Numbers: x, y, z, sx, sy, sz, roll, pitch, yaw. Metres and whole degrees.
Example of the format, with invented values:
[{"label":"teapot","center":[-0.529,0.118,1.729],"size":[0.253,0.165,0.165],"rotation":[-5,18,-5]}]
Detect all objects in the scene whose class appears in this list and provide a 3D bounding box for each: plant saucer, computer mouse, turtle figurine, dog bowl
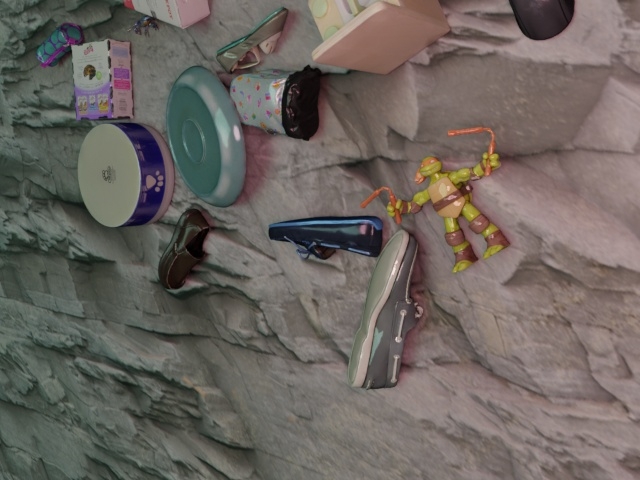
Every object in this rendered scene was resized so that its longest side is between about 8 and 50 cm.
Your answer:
[{"label":"plant saucer","center":[-0.267,-0.223,1.429],"size":[0.318,0.044,0.317],"rotation":[27,126,45]},{"label":"computer mouse","center":[0.292,-0.440,1.027],"size":[0.184,0.060,0.262],"rotation":[-8,91,37]},{"label":"turtle figurine","center":[0.217,-0.058,1.121],"size":[0.270,0.087,0.217],"rotation":[-29,86,27]},{"label":"dog bowl","center":[-0.496,-0.166,1.636],"size":[0.265,0.104,0.264],"rotation":[6,100,36]}]

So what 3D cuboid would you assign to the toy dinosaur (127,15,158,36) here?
[{"label":"toy dinosaur","center":[-0.430,-0.533,1.588],"size":[0.082,0.047,0.090],"rotation":[23,77,42]}]

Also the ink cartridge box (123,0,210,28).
[{"label":"ink cartridge box","center":[-0.362,-0.588,1.444],"size":[0.218,0.092,0.158],"rotation":[31,145,32]}]

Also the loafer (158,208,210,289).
[{"label":"loafer","center":[-0.325,0.034,1.549],"size":[0.078,0.080,0.220],"rotation":[35,116,29]}]

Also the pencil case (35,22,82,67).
[{"label":"pencil case","center":[-0.722,-0.538,1.779],"size":[0.152,0.064,0.070],"rotation":[-22,58,38]}]

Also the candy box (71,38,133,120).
[{"label":"candy box","center":[-0.566,-0.412,1.676],"size":[0.165,0.070,0.196],"rotation":[6,101,37]}]

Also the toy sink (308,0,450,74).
[{"label":"toy sink","center":[0.083,-0.383,1.085],"size":[0.153,0.234,0.131],"rotation":[-29,79,37]}]

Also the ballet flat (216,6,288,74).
[{"label":"ballet flat","center":[-0.132,-0.414,1.359],"size":[0.213,0.072,0.068],"rotation":[-20,112,38]}]

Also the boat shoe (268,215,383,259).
[{"label":"boat shoe","center":[0.000,0.000,1.284],"size":[0.258,0.109,0.089],"rotation":[1,100,39]}]

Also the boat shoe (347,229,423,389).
[{"label":"boat shoe","center":[0.138,0.137,1.225],"size":[0.099,0.116,0.319],"rotation":[14,101,-10]}]

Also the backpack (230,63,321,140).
[{"label":"backpack","center":[-0.094,-0.286,1.308],"size":[0.182,0.115,0.151],"rotation":[19,111,37]}]
